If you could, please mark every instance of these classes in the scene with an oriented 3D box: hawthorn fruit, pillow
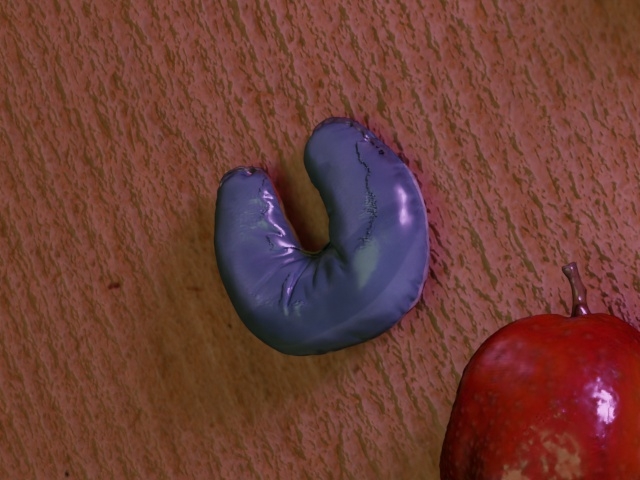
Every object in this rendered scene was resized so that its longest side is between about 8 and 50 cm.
[{"bbox_3d":[0.207,0.144,1.577,0.205,0.205,0.253,10,85,34],"label":"hawthorn fruit"},{"bbox_3d":[0.000,0.000,1.770,0.233,0.086,0.214,-29,76,34],"label":"pillow"}]
